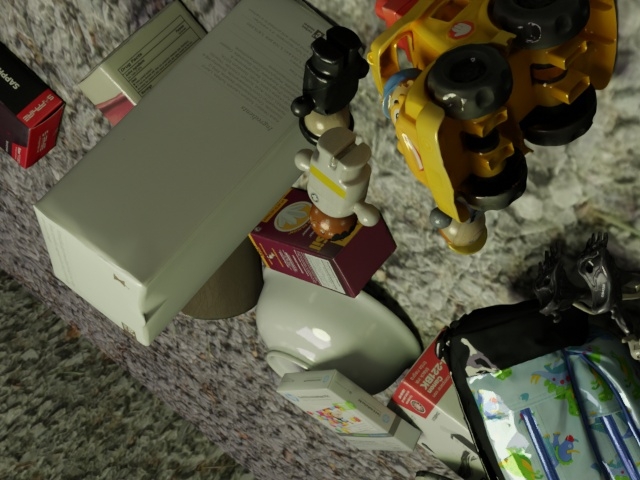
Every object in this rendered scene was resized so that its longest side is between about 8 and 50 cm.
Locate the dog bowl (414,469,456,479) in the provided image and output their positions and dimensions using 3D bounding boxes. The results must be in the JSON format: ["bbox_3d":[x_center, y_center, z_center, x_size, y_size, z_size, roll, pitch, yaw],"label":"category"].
[{"bbox_3d":[0.300,0.522,1.611,0.408,0.150,0.408,27,166,8],"label":"dog bowl"}]

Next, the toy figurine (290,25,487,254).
[{"bbox_3d":[0.077,-0.095,1.034,0.213,0.209,0.148,0,147,-6],"label":"toy figurine"}]

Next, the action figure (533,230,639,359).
[{"bbox_3d":[0.359,0.078,1.027,0.276,0.141,0.164,29,152,-13],"label":"action figure"}]

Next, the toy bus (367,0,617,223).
[{"bbox_3d":[0.118,-0.154,0.909,0.211,0.220,0.149,33,158,34],"label":"toy bus"}]

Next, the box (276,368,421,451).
[{"bbox_3d":[0.043,0.265,1.606,0.186,0.038,0.145,40,152,-23],"label":"box"}]

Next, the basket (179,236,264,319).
[{"bbox_3d":[-0.180,0.003,1.686,0.204,0.154,0.227,6,141,-6],"label":"basket"}]

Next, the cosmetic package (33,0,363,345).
[{"bbox_3d":[-0.133,-0.086,1.191,0.156,0.385,0.217,38,156,9],"label":"cosmetic package"}]

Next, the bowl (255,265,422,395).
[{"bbox_3d":[0.004,0.172,1.686,0.298,0.134,0.298,28,159,12],"label":"bowl"}]

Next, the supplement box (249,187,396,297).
[{"bbox_3d":[0.000,0.000,1.486,0.188,0.104,0.081,17,146,44],"label":"supplement box"}]

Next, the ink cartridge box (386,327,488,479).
[{"bbox_3d":[0.246,0.285,1.580,0.273,0.114,0.197,36,157,11],"label":"ink cartridge box"}]

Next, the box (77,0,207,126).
[{"bbox_3d":[-0.190,-0.181,1.414,0.232,0.148,0.127,50,156,-15],"label":"box"}]

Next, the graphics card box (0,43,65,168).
[{"bbox_3d":[-0.662,-0.321,1.984,0.371,0.094,0.233,44,157,-3],"label":"graphics card box"}]

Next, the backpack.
[{"bbox_3d":[0.296,0.241,1.174,0.290,0.273,0.355,4,-103,-76],"label":"backpack"}]
